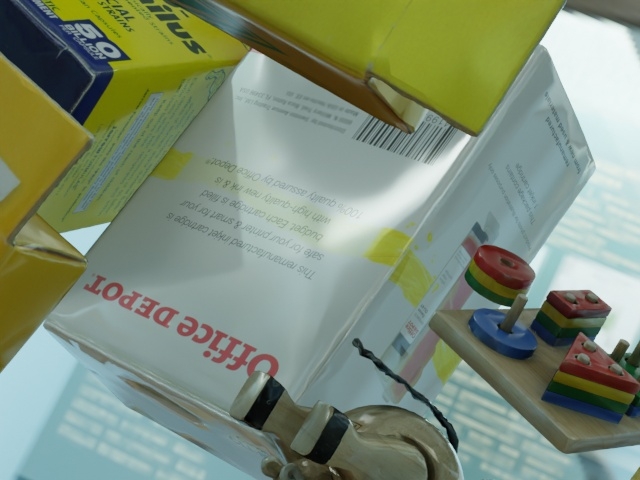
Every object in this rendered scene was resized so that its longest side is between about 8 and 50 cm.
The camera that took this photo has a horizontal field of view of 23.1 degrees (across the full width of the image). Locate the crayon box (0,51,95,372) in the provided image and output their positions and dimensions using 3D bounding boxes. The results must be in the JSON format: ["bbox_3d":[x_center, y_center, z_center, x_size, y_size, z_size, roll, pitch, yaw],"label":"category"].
[{"bbox_3d":[-0.251,0.026,0.689,0.203,0.323,0.083,42,5,17],"label":"crayon box"}]

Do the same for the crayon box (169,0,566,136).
[{"bbox_3d":[-0.003,-0.187,0.686,0.318,0.202,0.081,33,-2,23],"label":"crayon box"}]

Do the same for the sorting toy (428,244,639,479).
[{"bbox_3d":[0.166,0.079,0.998,0.132,0.046,0.274,2,33,-45],"label":"sorting toy"}]

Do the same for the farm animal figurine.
[{"bbox_3d":[-0.029,0.217,0.890,0.172,0.327,0.330,36,5,-34],"label":"farm animal figurine"}]

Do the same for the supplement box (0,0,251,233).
[{"bbox_3d":[-0.205,-0.148,1.404,0.194,0.195,0.356,44,25,14],"label":"supplement box"}]

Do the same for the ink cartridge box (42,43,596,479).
[{"bbox_3d":[0.000,0.000,1.291,0.279,0.385,0.160,22,-24,39],"label":"ink cartridge box"}]
